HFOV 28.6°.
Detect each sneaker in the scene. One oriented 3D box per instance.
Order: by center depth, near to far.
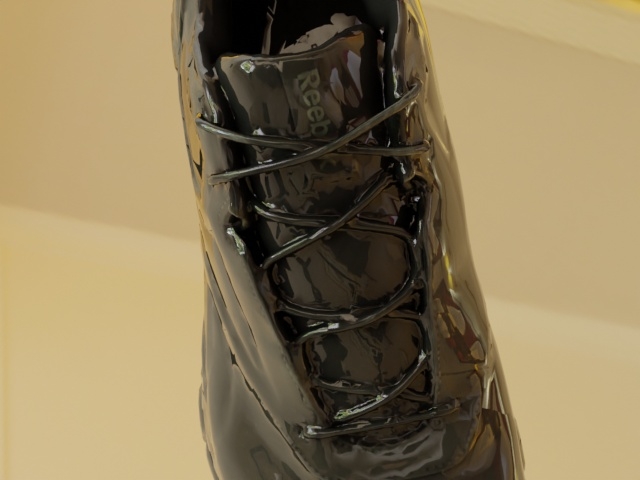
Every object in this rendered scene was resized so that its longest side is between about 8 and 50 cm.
[{"bbox_3d":[0.000,0.000,0.389,0.109,0.130,0.286,-14,-101,-3],"label":"sneaker"}]
